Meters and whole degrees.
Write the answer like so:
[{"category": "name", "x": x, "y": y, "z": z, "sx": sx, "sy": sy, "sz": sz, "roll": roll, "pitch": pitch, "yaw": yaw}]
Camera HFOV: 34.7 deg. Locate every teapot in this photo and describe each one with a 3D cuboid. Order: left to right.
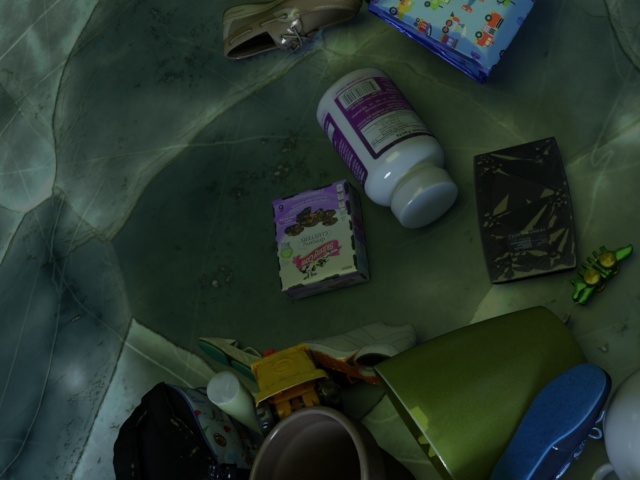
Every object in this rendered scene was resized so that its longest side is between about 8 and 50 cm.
[{"category": "teapot", "x": 0.528, "y": 0.289, "z": 1.579, "sx": 0.256, "sy": 0.252, "sz": 0.187, "roll": -20, "pitch": 16, "yaw": -19}]

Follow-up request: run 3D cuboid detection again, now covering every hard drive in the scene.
[{"category": "hard drive", "x": 0.371, "y": -0.049, "z": 1.850, "sx": 0.172, "sy": 0.054, "sz": 0.255, "roll": -13, "pitch": 67, "yaw": 21}]

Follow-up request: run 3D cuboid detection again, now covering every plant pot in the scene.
[{"category": "plant pot", "x": 0.047, "y": 0.425, "z": 1.712, "sx": 0.263, "sy": 0.229, "sz": 0.263, "roll": -21, "pitch": 58, "yaw": 38}, {"category": "plant pot", "x": 0.282, "y": 0.242, "z": 1.688, "sx": 0.293, "sy": 0.275, "sz": 0.275, "roll": -33, "pitch": 60, "yaw": -5}]

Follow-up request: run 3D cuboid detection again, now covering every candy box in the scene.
[{"category": "candy box", "x": 0.000, "y": 0.000, "z": 1.998, "sx": 0.165, "sy": 0.070, "sz": 0.196, "roll": -16, "pitch": 65, "yaw": 20}]

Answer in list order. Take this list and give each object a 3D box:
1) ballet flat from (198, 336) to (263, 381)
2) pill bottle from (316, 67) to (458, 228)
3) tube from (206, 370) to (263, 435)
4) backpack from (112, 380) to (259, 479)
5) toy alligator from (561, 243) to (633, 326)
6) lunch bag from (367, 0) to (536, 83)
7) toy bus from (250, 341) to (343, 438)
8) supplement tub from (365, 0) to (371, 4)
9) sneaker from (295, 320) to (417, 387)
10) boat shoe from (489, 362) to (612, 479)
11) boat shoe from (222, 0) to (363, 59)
[{"category": "ballet flat", "x": -0.165, "y": 0.225, "z": 2.015, "sx": 0.168, "sy": 0.057, "sz": 0.052, "roll": 27, "pitch": 57, "yaw": 27}, {"category": "pill bottle", "x": 0.131, "y": -0.172, "z": 1.943, "sx": 0.169, "sy": 0.169, "sz": 0.301, "roll": -37, "pitch": 61, "yaw": 9}, {"category": "tube", "x": -0.136, "y": 0.307, "z": 1.857, "sx": 0.062, "sy": 0.240, "sz": 0.070, "roll": -6, "pitch": 63, "yaw": 14}, {"category": "backpack", "x": -0.243, "y": 0.397, "z": 1.874, "sx": 0.276, "sy": 0.213, "sz": 0.263, "roll": -43, "pitch": 61, "yaw": 21}, {"category": "toy alligator", "x": 0.459, "y": 0.068, "z": 1.763, "sx": 0.190, "sy": 0.056, "sz": 0.051, "roll": -48, "pitch": 59, "yaw": 3}, {"category": "lunch bag", "x": 0.247, "y": -0.471, "z": 1.935, "sx": 0.293, "sy": 0.138, "sz": 0.221, "roll": 32, "pitch": 93, "yaw": 2}, {"category": "toy bus", "x": -0.045, "y": 0.296, "z": 1.865, "sx": 0.149, "sy": 0.220, "sz": 0.211, "roll": -22, "pitch": 31, "yaw": -6}, {"category": "supplement tub", "x": 0.187, "y": -0.522, "z": 2.071, "sx": 0.190, "sy": 0.117, "sz": 0.117, "roll": 15, "pitch": 79, "yaw": 28}, {"category": "sneaker", "x": 0.069, "y": 0.203, "z": 1.894, "sx": 0.262, "sy": 0.099, "sz": 0.121, "roll": -2, "pitch": 35, "yaw": 39}, {"category": "boat shoe", "x": 0.356, "y": 0.298, "z": 1.569, "sx": 0.258, "sy": 0.089, "sz": 0.109, "roll": -51, "pitch": 40, "yaw": 13}, {"category": "boat shoe", "x": -0.061, "y": -0.454, "z": 2.172, "sx": 0.341, "sy": 0.121, "sz": 0.110, "roll": -6, "pitch": 74, "yaw": 34}]
